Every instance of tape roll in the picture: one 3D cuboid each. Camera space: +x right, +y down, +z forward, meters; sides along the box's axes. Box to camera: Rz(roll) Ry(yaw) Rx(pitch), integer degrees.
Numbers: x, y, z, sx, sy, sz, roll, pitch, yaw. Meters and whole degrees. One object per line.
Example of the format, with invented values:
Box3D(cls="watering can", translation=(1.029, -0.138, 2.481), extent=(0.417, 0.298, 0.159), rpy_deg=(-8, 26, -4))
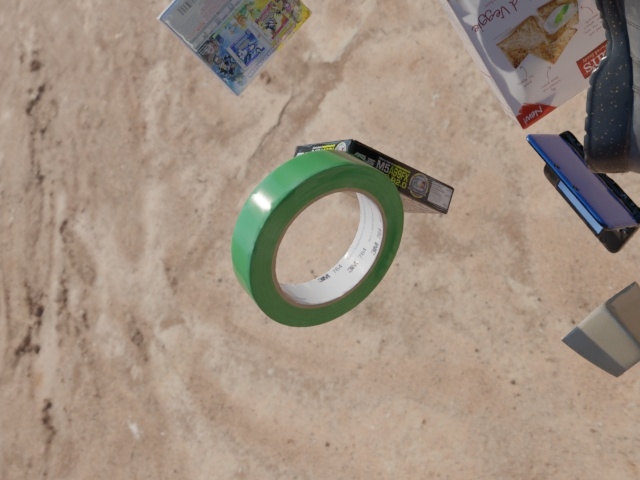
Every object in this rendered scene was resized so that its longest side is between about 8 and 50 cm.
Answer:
Box3D(cls="tape roll", translation=(0.000, 0.000, 1.209), extent=(0.321, 0.321, 0.077), rpy_deg=(-55, 44, 7))

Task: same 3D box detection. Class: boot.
Box3D(cls="boot", translation=(0.346, -0.200, 0.554), extent=(0.222, 0.338, 0.118), rpy_deg=(11, 37, 35))

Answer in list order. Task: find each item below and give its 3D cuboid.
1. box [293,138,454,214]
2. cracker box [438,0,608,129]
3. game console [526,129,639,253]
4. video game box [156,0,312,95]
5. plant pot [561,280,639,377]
Box3D(cls="box", translation=(0.104, -0.126, 1.396), extent=(0.216, 0.270, 0.060), rpy_deg=(8, 79, 60))
Box3D(cls="cracker box", translation=(0.252, -0.275, 0.831), extent=(0.155, 0.232, 0.067), rpy_deg=(-35, 24, 11))
Box3D(cls="game console", translation=(0.602, -0.106, 1.618), extent=(0.173, 0.250, 0.293), rpy_deg=(-25, 64, -14))
Box3D(cls="video game box", translation=(-0.146, -0.389, 1.179), extent=(0.205, 0.187, 0.048), rpy_deg=(-49, 25, -4))
Box3D(cls="plant pot", translation=(0.465, 0.145, 1.054), extent=(0.096, 0.109, 0.109), rpy_deg=(51, 141, 21))
